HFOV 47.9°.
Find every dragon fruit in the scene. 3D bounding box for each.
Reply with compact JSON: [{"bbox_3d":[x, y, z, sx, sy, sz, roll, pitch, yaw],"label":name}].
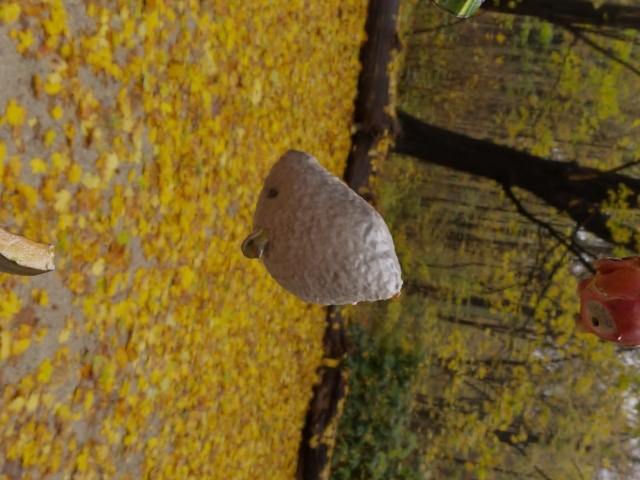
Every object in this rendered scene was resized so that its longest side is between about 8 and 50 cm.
[{"bbox_3d":[0.700,0.132,1.627,0.224,0.227,0.224,44,-38,51],"label":"dragon fruit"}]

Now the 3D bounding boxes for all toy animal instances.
[{"bbox_3d":[0.004,0.005,1.363,0.226,0.358,0.188,-49,152,5],"label":"toy animal"}]

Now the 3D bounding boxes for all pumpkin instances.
[{"bbox_3d":[-0.615,-0.037,1.231,0.290,0.258,0.095,51,52,-37],"label":"pumpkin"}]

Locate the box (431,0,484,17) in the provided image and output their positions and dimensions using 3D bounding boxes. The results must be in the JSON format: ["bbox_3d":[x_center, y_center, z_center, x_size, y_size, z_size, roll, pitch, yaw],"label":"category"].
[{"bbox_3d":[0.261,-0.478,0.988,0.134,0.097,0.345,-56,177,-32],"label":"box"}]
